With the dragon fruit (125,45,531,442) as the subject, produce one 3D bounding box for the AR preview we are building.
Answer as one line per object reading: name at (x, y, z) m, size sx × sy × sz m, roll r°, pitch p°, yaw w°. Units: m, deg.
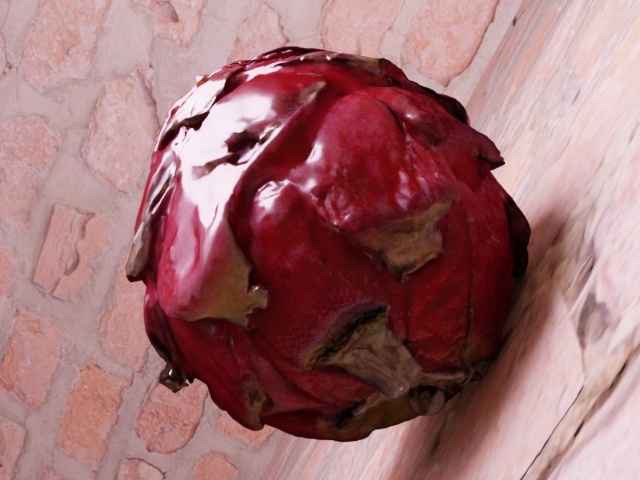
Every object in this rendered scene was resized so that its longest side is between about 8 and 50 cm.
dragon fruit at (-0.001, 0.002, 0.697) m, size 0.329 × 0.329 × 0.329 m, roll -63°, pitch 0°, yaw 0°
